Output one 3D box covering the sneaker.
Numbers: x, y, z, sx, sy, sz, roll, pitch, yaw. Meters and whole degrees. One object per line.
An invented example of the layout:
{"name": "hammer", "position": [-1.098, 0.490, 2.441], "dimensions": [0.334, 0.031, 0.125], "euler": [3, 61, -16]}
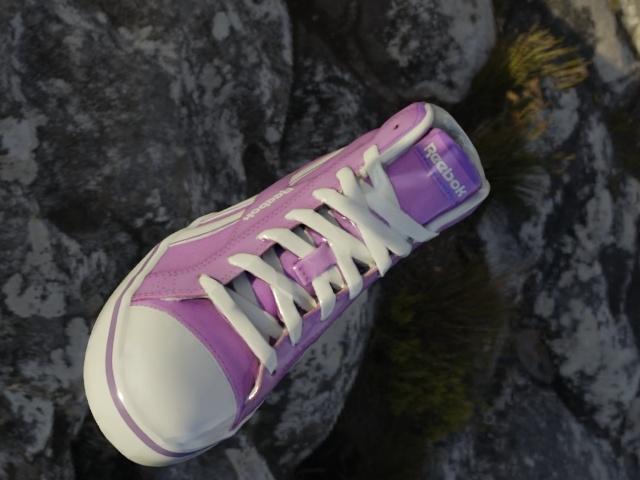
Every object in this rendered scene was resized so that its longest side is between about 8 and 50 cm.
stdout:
{"name": "sneaker", "position": [0.000, -0.001, 0.465], "dimensions": [0.102, 0.161, 0.282], "euler": [52, 40, -9]}
